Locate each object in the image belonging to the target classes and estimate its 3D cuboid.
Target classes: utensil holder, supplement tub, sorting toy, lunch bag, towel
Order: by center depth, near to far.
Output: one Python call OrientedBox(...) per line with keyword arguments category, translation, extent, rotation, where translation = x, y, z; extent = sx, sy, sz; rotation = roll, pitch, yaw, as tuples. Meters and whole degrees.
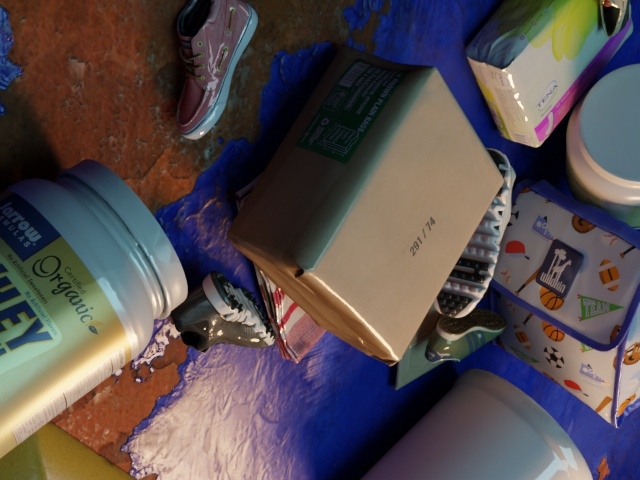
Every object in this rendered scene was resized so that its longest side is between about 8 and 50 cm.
OrientedBox(category="supplement tub", translation=(-0.320, 0.077, 1.079), extent=(0.316, 0.228, 0.228), rotation=(-38, 137, -24))
OrientedBox(category="towel", translation=(0.000, 0.000, 1.516), extent=(0.237, 0.037, 0.329), rotation=(-41, 138, -28))
OrientedBox(category="supplement tub", translation=(0.545, -0.158, 1.786), extent=(0.235, 0.235, 0.325), rotation=(-57, 164, -2))
OrientedBox(category="sorting toy", translation=(0.205, 0.154, 1.861), extent=(0.193, 0.038, 0.208), rotation=(-24, 135, -36))
OrientedBox(category="lunch bag", translation=(0.479, 0.099, 1.887), extent=(0.239, 0.328, 0.385), rotation=(-34, 137, -26))
OrientedBox(category="utensil holder", translation=(0.251, 0.483, 1.904), extent=(0.385, 0.327, 0.327), rotation=(-40, 138, -18))

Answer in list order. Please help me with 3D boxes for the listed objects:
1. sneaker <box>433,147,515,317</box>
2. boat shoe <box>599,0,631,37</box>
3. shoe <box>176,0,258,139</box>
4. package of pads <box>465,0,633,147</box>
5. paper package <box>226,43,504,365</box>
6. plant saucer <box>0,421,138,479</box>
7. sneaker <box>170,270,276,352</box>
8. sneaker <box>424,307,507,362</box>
OrientedBox(category="sneaker", translation=(0.270, -0.008, 1.754), extent=(0.118, 0.110, 0.292), rotation=(8, 100, -65))
OrientedBox(category="boat shoe", translation=(0.455, -0.375, 1.605), extent=(0.043, 0.049, 0.137), rotation=(-48, 146, -15))
OrientedBox(category="shoe", translation=(-0.143, -0.212, 1.217), extent=(0.081, 0.063, 0.178), rotation=(24, 91, -50))
OrientedBox(category="package of pads", translation=(0.376, -0.328, 1.667), extent=(0.296, 0.101, 0.229), rotation=(-51, 142, -10))
OrientedBox(category="paper package", translation=(0.070, -0.046, 1.414), extent=(0.325, 0.168, 0.309), rotation=(-58, 142, -12))
OrientedBox(category="plant saucer", translation=(-0.394, 0.423, 1.352), extent=(0.332, 0.081, 0.333), rotation=(-49, 141, -11))
OrientedBox(category="sneaker", translation=(-0.139, 0.113, 1.429), extent=(0.106, 0.078, 0.234), rotation=(-31, 156, 5))
OrientedBox(category="sneaker", translation=(0.254, 0.176, 1.854), extent=(0.192, 0.064, 0.086), rotation=(-4, 129, -48))
